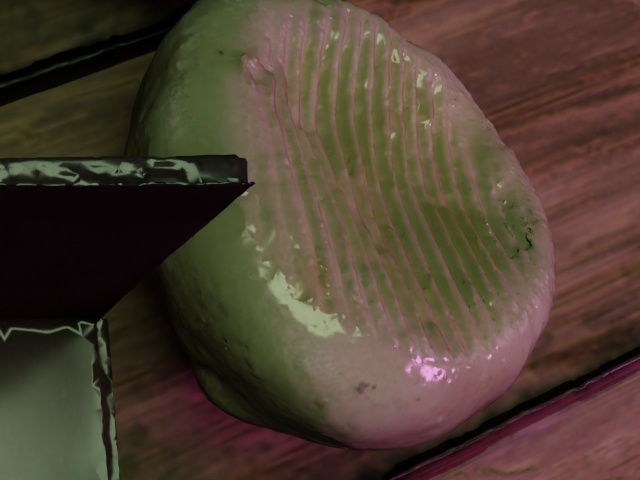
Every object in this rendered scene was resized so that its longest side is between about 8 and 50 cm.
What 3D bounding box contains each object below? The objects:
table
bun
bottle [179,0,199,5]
[{"bbox_3d":[-0.138,0.124,0.635,0.196,0.282,0.250,1,74,-21],"label":"table"},{"bbox_3d":[0.000,0.000,0.810,0.231,0.133,0.231,25,44,-27],"label":"bun"},{"bbox_3d":[-0.127,-0.194,0.826,0.260,0.112,0.112,19,69,-15],"label":"bottle"}]
